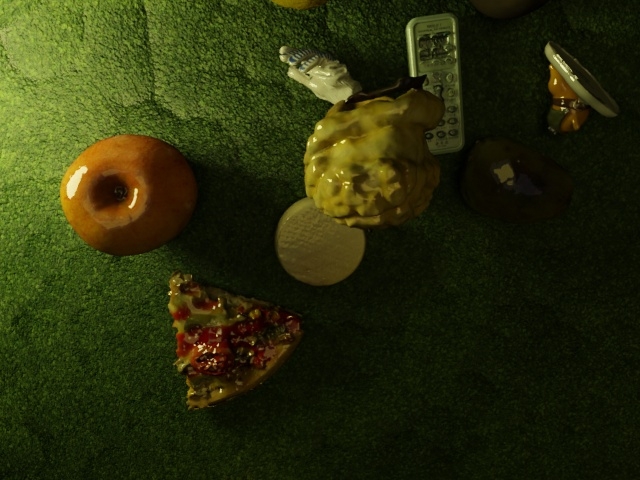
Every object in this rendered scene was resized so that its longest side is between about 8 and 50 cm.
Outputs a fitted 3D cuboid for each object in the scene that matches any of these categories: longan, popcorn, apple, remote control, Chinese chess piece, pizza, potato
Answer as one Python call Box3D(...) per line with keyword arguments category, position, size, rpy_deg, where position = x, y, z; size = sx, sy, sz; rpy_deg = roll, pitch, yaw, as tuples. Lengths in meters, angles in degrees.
Box3D(category="longan", position=(0.447, -0.611, 1.034), size=(0.220, 0.196, 0.197), rpy_deg=(-13, 105, 3))
Box3D(category="popcorn", position=(0.134, -0.204, 1.038), size=(0.349, 0.349, 0.382), rpy_deg=(15, 130, -7))
Box3D(category="apple", position=(-0.453, -0.109, 1.080), size=(0.299, 0.275, 0.299), rpy_deg=(-1, 99, -3))
Box3D(category="remote control", position=(0.292, -0.389, 1.149), size=(0.128, 0.065, 0.335), rpy_deg=(-8, 105, 1))
Box3D(category="Chinese chess piece", position=(0.000, 0.000, 1.221), size=(0.250, 0.097, 0.251), rpy_deg=(-1, 106, -3))
Box3D(category="pizza", position=(-0.301, 0.266, 1.261), size=(0.440, 0.130, 0.406), rpy_deg=(-39, 106, 7))
Box3D(category="potato", position=(0.506, -0.145, 1.171), size=(0.307, 0.173, 0.210), rpy_deg=(18, 101, -5))

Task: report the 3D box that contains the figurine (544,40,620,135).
Box3D(category="figurine", position=(0.625, -0.374, 1.167), size=(0.250, 0.166, 0.141), rpy_deg=(55, 135, 10))

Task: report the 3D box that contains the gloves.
Box3D(category="gloves", position=(0.000, -0.410, 1.116), size=(0.229, 0.097, 0.119), rpy_deg=(27, 147, -17))

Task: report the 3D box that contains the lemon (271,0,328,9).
Box3D(category="lemon", position=(-0.048, -0.648, 0.952), size=(0.297, 0.297, 0.297), rpy_deg=(-1, 105, -3))
